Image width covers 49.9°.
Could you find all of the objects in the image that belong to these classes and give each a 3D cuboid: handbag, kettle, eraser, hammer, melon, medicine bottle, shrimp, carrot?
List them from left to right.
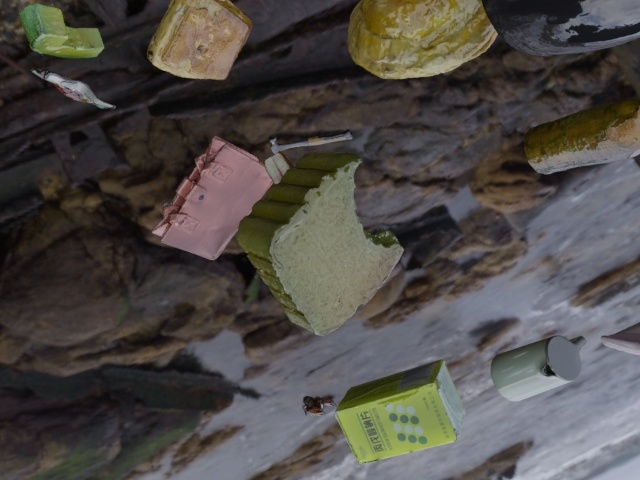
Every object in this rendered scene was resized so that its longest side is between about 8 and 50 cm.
[{"bbox_3d":[-0.514,-0.406,1.366,0.118,0.064,0.209,-12,178,27],"label":"melon"},{"bbox_3d":[-0.195,-0.073,1.260,0.212,0.059,0.157,-54,144,8],"label":"handbag"},{"bbox_3d":[-0.021,-0.237,1.665,0.201,0.021,0.078,-8,138,8],"label":"hammer"},{"bbox_3d":[-0.009,0.290,1.195,0.038,0.029,0.092,-41,-169,-32],"label":"shrimp"},{"bbox_3d":[0.175,0.374,1.508,0.250,0.137,0.141,-22,-173,23],"label":"medicine bottle"},{"bbox_3d":[0.421,0.243,1.315,0.127,0.098,0.148,10,150,-28],"label":"kettle"},{"bbox_3d":[0.367,-0.140,0.932,0.082,0.082,0.173,-8,179,-34],"label":"carrot"},{"bbox_3d":[0.335,-0.357,0.798,0.208,0.268,0.290,-21,-164,-10],"label":"kettle"},{"bbox_3d":[0.749,0.213,1.437,0.204,0.059,0.243,-19,-165,-14],"label":"eraser"}]

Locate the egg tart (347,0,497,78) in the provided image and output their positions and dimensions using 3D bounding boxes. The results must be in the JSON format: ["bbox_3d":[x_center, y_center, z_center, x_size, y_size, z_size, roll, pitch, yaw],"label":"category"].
[{"bbox_3d":[0.177,-0.427,1.225,0.319,0.319,0.128,-30,140,7],"label":"egg tart"}]

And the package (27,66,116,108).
[{"bbox_3d":[-0.559,-0.339,1.542,0.166,0.232,0.040,26,88,-38],"label":"package"}]

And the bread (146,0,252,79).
[{"bbox_3d":[-0.268,-0.467,1.587,0.210,0.099,0.235,-56,154,18],"label":"bread"}]

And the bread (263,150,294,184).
[{"bbox_3d":[-0.056,-0.103,1.209,0.043,0.062,0.109,-27,144,13],"label":"bread"}]

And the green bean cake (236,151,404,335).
[{"bbox_3d":[0.000,0.000,1.090,0.233,0.124,0.236,-46,127,-23],"label":"green bean cake"}]
